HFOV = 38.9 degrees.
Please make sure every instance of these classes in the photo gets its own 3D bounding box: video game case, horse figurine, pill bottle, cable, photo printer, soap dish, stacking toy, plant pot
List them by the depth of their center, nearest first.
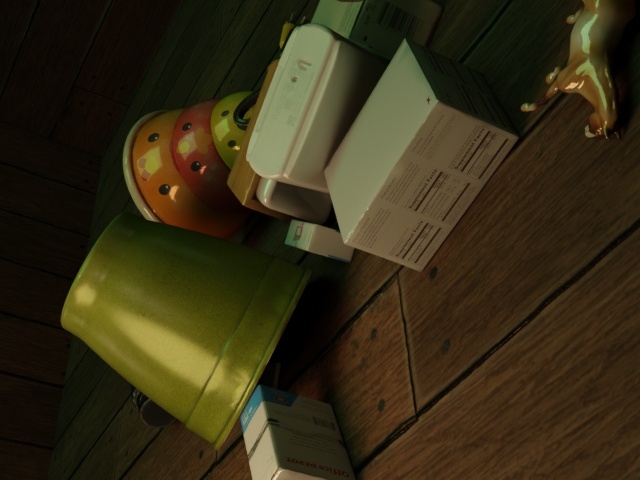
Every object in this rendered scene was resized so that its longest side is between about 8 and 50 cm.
[{"bbox_3d":[0.335,-0.255,1.133,0.174,0.066,0.263,-163,89,-73],"label":"horse figurine"},{"bbox_3d":[0.021,-0.207,1.542,0.107,0.307,0.256,25,97,26],"label":"photo printer"},{"bbox_3d":[-0.254,0.130,1.627,0.366,0.353,0.366,-63,2,3],"label":"plant pot"},{"bbox_3d":[-0.042,-0.183,1.697,0.118,0.229,0.291,23,93,35],"label":"soap dish"},{"bbox_3d":[-0.108,0.301,1.745,0.087,0.011,0.122,-31,45,56],"label":"video game case"},{"bbox_3d":[-0.060,-0.330,1.818,0.287,0.139,0.072,-64,-23,-9],"label":"cable"},{"bbox_3d":[-0.171,-0.217,1.976,0.480,0.350,0.351,-30,45,39],"label":"stacking toy"},{"bbox_3d":[-0.401,0.353,2.212,0.123,0.123,0.219,-63,24,18],"label":"pill bottle"}]

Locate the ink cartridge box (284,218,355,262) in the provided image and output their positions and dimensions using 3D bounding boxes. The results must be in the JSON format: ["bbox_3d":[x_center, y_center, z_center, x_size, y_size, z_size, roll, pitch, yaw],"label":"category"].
[{"bbox_3d":[0.000,0.000,1.643,0.122,0.088,0.052,18,91,67],"label":"ink cartridge box"}]

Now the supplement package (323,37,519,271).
[{"bbox_3d":[0.140,-0.129,1.365,0.262,0.145,0.204,-57,27,28],"label":"supplement package"}]

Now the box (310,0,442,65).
[{"bbox_3d":[0.095,-0.405,1.674,0.127,0.148,0.232,-67,24,7],"label":"box"}]

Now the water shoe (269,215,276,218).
[{"bbox_3d":[-0.049,-0.115,1.890,0.203,0.073,0.080,-36,22,43],"label":"water shoe"}]

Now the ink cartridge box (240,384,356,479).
[{"bbox_3d":[-0.037,0.325,1.404,0.082,0.139,0.191,-59,25,23],"label":"ink cartridge box"}]
